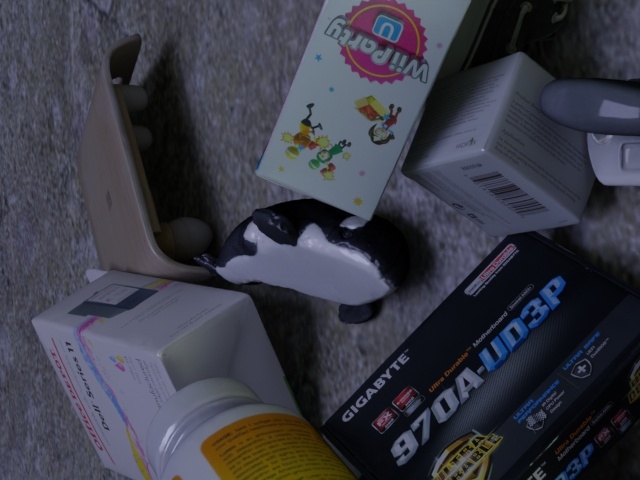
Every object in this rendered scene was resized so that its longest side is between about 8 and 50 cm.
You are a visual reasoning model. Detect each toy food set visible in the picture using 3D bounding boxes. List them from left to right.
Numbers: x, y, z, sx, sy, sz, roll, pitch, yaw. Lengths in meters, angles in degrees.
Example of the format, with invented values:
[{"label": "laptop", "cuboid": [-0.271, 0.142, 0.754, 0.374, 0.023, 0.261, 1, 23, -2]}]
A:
[{"label": "toy food set", "cuboid": [-0.202, -0.052, 1.480, 0.220, 0.092, 0.306, 125, 132, -58]}]

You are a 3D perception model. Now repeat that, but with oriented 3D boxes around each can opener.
[{"label": "can opener", "cuboid": [0.259, -0.068, 0.783, 0.280, 0.093, 0.074, 5, 97, 51]}]

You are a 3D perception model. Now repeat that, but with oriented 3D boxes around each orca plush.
[{"label": "orca plush", "cuboid": [0.000, 0.000, 1.203, 0.151, 0.102, 0.287, 40, 157, -11]}]

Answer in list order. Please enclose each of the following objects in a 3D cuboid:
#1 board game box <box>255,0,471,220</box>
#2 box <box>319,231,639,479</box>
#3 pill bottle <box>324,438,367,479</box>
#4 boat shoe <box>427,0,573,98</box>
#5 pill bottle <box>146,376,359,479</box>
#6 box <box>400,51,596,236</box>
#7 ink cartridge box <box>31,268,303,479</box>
[{"label": "board game box", "cuboid": [0.064, -0.199, 0.933, 0.224, 0.097, 0.303, -70, 2, -60]}, {"label": "box", "cuboid": [0.127, 0.106, 0.896, 0.220, 0.051, 0.175, -45, 35, -5]}, {"label": "pill bottle", "cuboid": [0.106, 0.237, 0.972, 0.278, 0.162, 0.162, 13, 105, 55]}, {"label": "boat shoe", "cuboid": [0.150, -0.181, 0.947, 0.070, 0.078, 0.219, 29, 132, 5]}, {"label": "pill bottle", "cuboid": [-0.035, 0.203, 0.919, 0.245, 0.136, 0.136, 42, 127, 51]}, {"label": "box", "cuboid": [0.134, -0.067, 0.925, 0.102, 0.101, 0.087, -10, 53, 57]}, {"label": "ink cartridge box", "cuboid": [-0.176, 0.151, 1.345, 0.353, 0.119, 0.207, 6, 123, 54]}]
